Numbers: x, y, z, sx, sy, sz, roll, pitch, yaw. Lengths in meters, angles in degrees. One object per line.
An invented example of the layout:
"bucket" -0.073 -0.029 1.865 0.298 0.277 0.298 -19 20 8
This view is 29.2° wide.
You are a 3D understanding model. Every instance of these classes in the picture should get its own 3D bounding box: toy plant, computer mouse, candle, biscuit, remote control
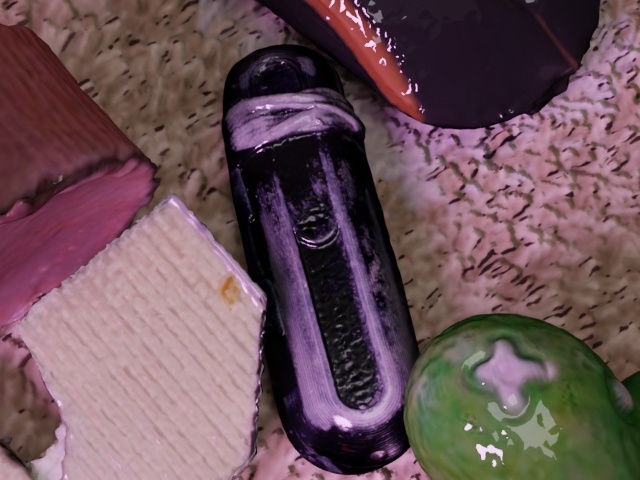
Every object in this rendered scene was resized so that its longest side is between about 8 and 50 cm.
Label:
"toy plant" 0.157 0.147 0.633 0.218 0.175 0.235 8 51 -36
"computer mouse" 0.033 -0.203 0.756 0.323 0.116 0.183 39 73 3
"candle" -0.242 0.016 0.579 0.131 0.287 0.317 48 27 9
"biscuit" -0.127 0.103 0.649 0.250 0.046 0.147 -42 84 -13
"remote control" 0.000 0.000 0.706 0.090 0.066 0.265 -9 74 -14
